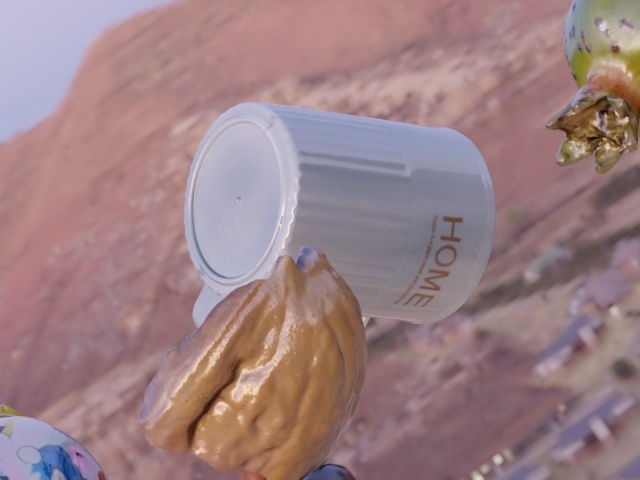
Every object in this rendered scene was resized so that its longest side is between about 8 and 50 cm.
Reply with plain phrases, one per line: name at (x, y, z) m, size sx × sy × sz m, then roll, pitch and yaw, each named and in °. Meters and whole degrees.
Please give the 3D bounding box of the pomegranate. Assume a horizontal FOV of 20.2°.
pomegranate at (0.355, -0.212, 1.958) m, size 0.231 × 0.231 × 0.286 m, roll -33°, pitch -4°, yaw 39°

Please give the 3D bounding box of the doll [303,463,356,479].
doll at (-0.010, 0.254, 1.600) m, size 0.102 × 0.089 × 0.179 m, roll 3°, pitch 13°, yaw 28°

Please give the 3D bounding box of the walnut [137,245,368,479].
walnut at (-0.032, 0.115, 1.483) m, size 0.204 × 0.141 × 0.238 m, roll -49°, pitch -12°, yaw 1°

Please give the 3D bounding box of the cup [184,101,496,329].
cup at (-0.002, -0.020, 2.255) m, size 0.311 × 0.257 × 0.331 m, roll 8°, pitch -31°, yaw -37°

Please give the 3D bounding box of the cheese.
cheese at (-0.178, 0.154, 1.035) m, size 0.064 × 0.156 × 0.250 m, roll -31°, pitch -30°, yaw 13°
